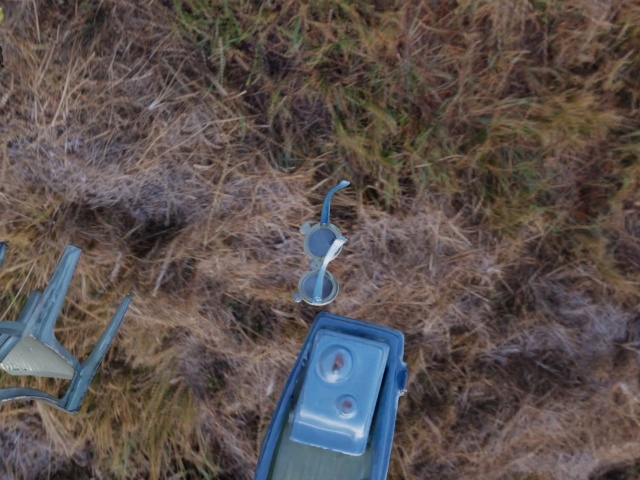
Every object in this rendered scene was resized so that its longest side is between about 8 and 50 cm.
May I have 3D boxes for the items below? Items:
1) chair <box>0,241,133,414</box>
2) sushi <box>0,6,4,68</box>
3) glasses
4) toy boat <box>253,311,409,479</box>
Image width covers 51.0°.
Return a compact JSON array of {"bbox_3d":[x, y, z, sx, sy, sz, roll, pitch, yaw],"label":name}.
[{"bbox_3d":[-0.429,0.144,0.943,0.190,0.203,0.274,69,26,-50],"label":"chair"},{"bbox_3d":[-0.886,-0.497,1.583,0.329,0.328,0.285,24,60,-3],"label":"sushi"},{"bbox_3d":[0.029,0.007,1.263,0.088,0.220,0.189,16,57,-16],"label":"glasses"},{"bbox_3d":[0.004,0.174,0.517,0.109,0.098,0.237,14,76,7],"label":"toy boat"}]
